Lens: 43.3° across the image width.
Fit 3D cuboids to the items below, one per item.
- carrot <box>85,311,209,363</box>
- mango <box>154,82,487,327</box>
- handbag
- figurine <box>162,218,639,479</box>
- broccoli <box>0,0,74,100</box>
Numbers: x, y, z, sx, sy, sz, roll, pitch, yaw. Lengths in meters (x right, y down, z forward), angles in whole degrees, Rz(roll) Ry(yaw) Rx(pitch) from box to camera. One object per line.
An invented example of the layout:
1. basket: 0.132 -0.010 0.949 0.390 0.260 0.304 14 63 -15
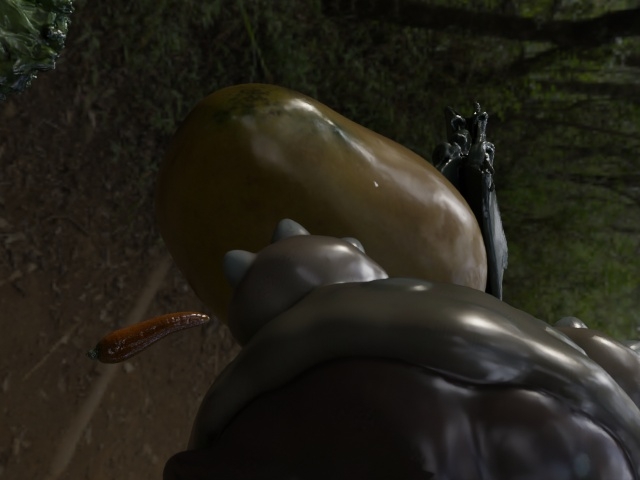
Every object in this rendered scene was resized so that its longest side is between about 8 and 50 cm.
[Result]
1. carrot: -0.190 0.104 0.895 0.035 0.142 0.035 46 -33 42
2. mango: 0.000 0.000 0.635 0.317 0.211 0.173 39 37 -39
3. handbag: 0.187 -0.023 0.996 0.247 0.079 0.260 -69 152 -60
4. figurine: 0.025 0.177 0.356 0.203 0.248 0.380 100 8 -60
5. broccoli: -0.506 -0.378 1.215 0.245 0.248 0.288 23 29 -57
